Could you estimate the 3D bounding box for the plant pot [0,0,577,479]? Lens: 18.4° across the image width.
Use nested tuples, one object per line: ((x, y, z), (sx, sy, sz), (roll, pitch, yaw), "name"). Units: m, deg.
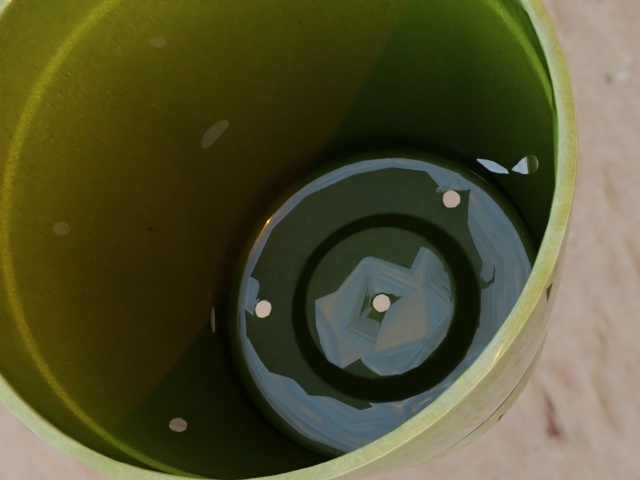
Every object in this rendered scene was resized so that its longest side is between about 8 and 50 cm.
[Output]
((0.000, 0.000, 1.228), (0.366, 0.366, 0.353), (63, -174, 20), "plant pot")
